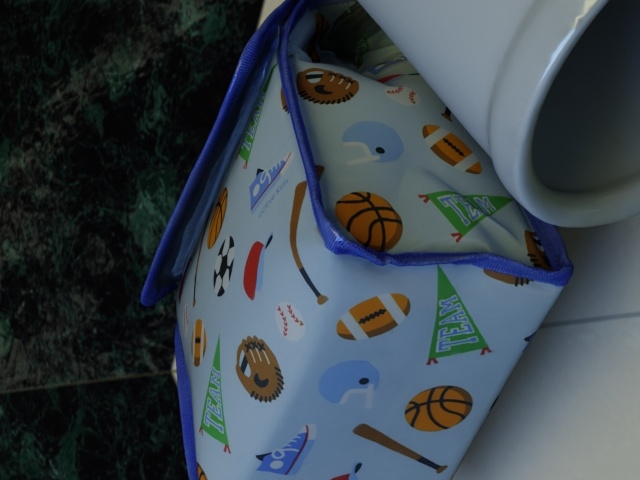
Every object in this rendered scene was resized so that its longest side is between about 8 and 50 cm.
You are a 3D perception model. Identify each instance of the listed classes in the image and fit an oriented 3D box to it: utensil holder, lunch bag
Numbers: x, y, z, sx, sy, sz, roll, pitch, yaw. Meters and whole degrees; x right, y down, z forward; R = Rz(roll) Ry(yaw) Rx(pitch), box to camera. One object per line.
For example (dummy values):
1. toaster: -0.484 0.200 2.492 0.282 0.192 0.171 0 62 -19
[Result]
1. utensil holder: 0.161 -0.254 1.007 0.327 0.327 0.385 -53 57 25
2. lunch bag: 0.000 0.000 1.146 0.385 0.239 0.328 -103 31 -47
